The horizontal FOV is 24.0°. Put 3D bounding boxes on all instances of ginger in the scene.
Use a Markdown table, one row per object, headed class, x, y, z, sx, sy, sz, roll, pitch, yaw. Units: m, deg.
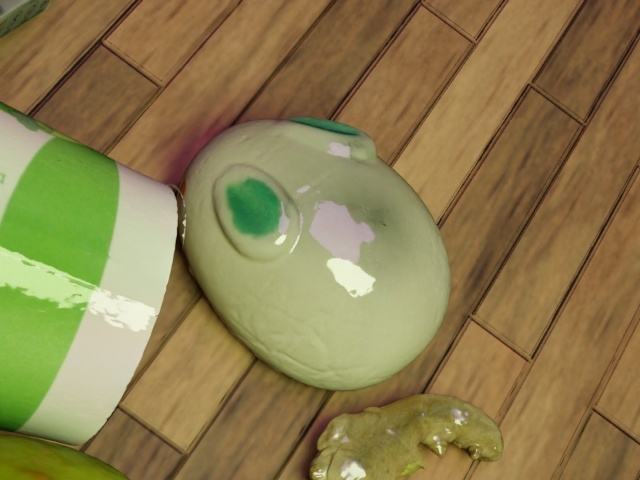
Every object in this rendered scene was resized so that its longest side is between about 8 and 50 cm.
| class | x | y | z | sx | sy | sz | roll | pitch | yaw |
| --- | --- | --- | --- | --- | --- | --- | --- | --- | --- |
| ginger | 0.063 | 0.152 | 1.124 | 0.173 | 0.051 | 0.069 | -15 | 74 | -28 |

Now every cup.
| class | x | y | z | sx | sy | sz | roll | pitch | yaw |
| --- | --- | --- | --- | --- | --- | --- | --- | --- | --- |
| cup | -0.250 | 0.006 | 0.959 | 0.274 | 0.253 | 0.253 | 22 | 56 | -20 |

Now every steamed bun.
| class | x | y | z | sx | sy | sz | roll | pitch | yaw |
| --- | --- | --- | --- | --- | --- | --- | --- | --- | --- |
| steamed bun | 0.000 | 0.000 | 1.130 | 0.228 | 0.131 | 0.177 | 45 | 57 | 2 |

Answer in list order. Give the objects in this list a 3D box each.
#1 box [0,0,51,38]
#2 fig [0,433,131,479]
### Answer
| class | x | y | z | sx | sy | sz | roll | pitch | yaw |
| --- | --- | --- | --- | --- | --- | --- | --- | --- | --- |
| box | -0.256 | -0.169 | 1.103 | 0.055 | 0.039 | 0.218 | 35 | 26 | -4 |
| fig | -0.223 | 0.237 | 0.819 | 0.326 | 0.258 | 0.258 | -8 | 62 | 10 |
